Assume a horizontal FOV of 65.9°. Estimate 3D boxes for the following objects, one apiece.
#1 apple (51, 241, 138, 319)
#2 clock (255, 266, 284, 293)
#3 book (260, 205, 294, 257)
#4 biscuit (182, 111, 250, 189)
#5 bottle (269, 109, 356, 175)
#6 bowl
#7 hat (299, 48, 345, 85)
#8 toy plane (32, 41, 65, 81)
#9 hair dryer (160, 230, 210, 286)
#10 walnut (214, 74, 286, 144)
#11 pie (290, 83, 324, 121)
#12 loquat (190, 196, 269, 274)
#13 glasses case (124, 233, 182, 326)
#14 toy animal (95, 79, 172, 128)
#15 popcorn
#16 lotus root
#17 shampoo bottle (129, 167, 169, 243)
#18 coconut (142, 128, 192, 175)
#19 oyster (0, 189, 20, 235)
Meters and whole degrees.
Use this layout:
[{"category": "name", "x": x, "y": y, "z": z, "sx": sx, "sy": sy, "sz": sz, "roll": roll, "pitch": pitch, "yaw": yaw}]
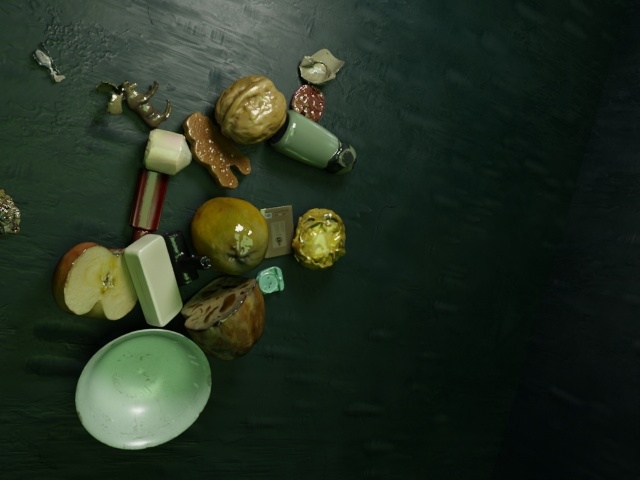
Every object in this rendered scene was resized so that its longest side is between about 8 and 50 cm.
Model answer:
[{"category": "apple", "x": -0.745, "y": 0.124, "z": 1.608, "sx": 0.293, "sy": 0.163, "sz": 0.251, "roll": 34, "pitch": 66, "yaw": -61}, {"category": "clock", "x": -0.216, "y": 0.168, "z": 1.977, "sx": 0.135, "sy": 0.041, "sz": 0.101, "roll": -17, "pitch": 107, "yaw": -24}, {"category": "book", "x": -0.169, "y": -0.036, "z": 1.976, "sx": 0.139, "sy": 0.016, "sz": 0.198, "roll": -10, "pitch": 104, "yaw": -26}, {"category": "biscuit", "x": -0.377, "y": -0.324, "z": 1.772, "sx": 0.295, "sy": 0.044, "sz": 0.186, "roll": 55, "pitch": 48, "yaw": -23}, {"category": "bottle", "x": -0.016, "y": -0.364, "z": 1.911, "sx": 0.347, "sy": 0.168, "sz": 0.168, "roll": 20, "pitch": 90, "yaw": -32}, {"category": "bowl", "x": -0.620, "y": 0.485, "z": 1.736, "sx": 0.435, "sy": 0.196, "sz": 0.434, "roll": -5, "pitch": 103, "yaw": -25}, {"category": "hat", "x": 0.017, "y": -0.664, "z": 1.922, "sx": 0.147, "sy": 0.085, "sz": 0.175, "roll": 39, "pitch": 52, "yaw": 9}, {"category": "toy plane", "x": -0.841, "y": -0.544, "z": 1.517, "sx": 0.049, "sy": 0.031, "sz": 0.120, "roll": -37, "pitch": 112, "yaw": -27}, {"category": "hair dryer", "x": -0.453, "y": 0.067, "z": 1.718, "sx": 0.089, "sy": 0.251, "sz": 0.197, "roll": -28, "pitch": 110, "yaw": -38}, {"category": "walnut", "x": -0.248, "y": -0.455, "z": 1.738, "sx": 0.257, "sy": 0.257, "sz": 0.224, "roll": -42, "pitch": 83, "yaw": -15}, {"category": "pie", "x": -0.049, "y": -0.533, "z": 1.934, "sx": 0.154, "sy": 0.038, "sz": 0.153, "roll": -5, "pitch": 100, "yaw": -29}, {"category": "loquat", "x": -0.319, "y": -0.020, "z": 1.751, "sx": 0.276, "sy": 0.284, "sz": 0.275, "roll": -13, "pitch": 125, "yaw": -20}, {"category": "glasses case", "x": -0.571, "y": 0.140, "z": 1.702, "sx": 0.131, "sy": 0.070, "sz": 0.312, "roll": -51, "pitch": 141, "yaw": -52}, {"category": "toy animal", "x": -0.605, "y": -0.456, "z": 1.623, "sx": 0.186, "sy": 0.094, "sz": 0.214, "roll": -37, "pitch": 123, "yaw": -8}, {"category": "popcorn", "x": 0.000, "y": 0.000, "z": 1.977, "sx": 0.250, "sy": 0.190, "sz": 0.250, "roll": -10, "pitch": 111, "yaw": -27}, {"category": "lotus root", "x": -0.356, "y": 0.299, "z": 1.783, "sx": 0.316, "sy": 0.316, "sz": 0.249, "roll": -27, "pitch": 120, "yaw": -21}, {"category": "shampoo bottle", "x": -0.598, "y": -0.112, "z": 1.707, "sx": 0.102, "sy": 0.064, "sz": 0.260, "roll": 10, "pitch": 95, "yaw": -34}, {"category": "coconut", "x": -0.514, "y": -0.296, "z": 1.673, "sx": 0.153, "sy": 0.147, "sz": 0.147, "roll": 11, "pitch": 94, "yaw": -22}, {"category": "oyster", "x": -0.983, "y": -0.082, "z": 1.520, "sx": 0.103, "sy": 0.051, "sz": 0.148, "roll": -14, "pitch": 96, "yaw": -32}]
